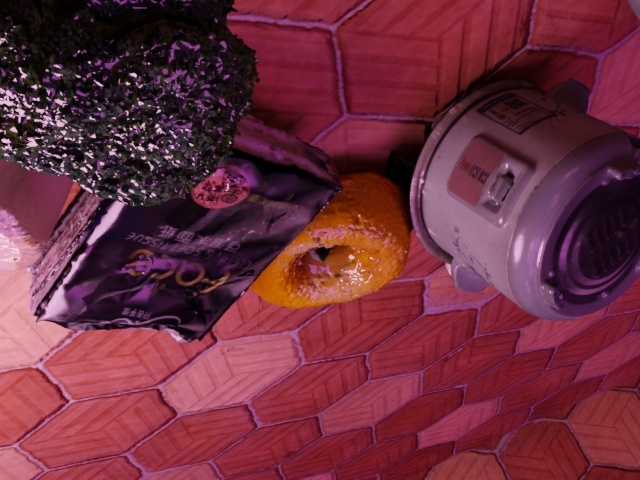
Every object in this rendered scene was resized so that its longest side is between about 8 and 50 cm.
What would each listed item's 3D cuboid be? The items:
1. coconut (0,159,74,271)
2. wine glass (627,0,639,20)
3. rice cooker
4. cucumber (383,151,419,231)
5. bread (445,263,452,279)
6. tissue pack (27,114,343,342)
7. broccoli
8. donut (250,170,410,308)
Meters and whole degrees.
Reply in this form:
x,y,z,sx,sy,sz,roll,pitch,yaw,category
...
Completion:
x,y,z,sx,sy,sz,roll,pitch,yaw,category
-0.299,-0.063,0.763,0.147,0.152,0.147,10,155,4,coconut
0.396,-0.264,0.918,0.093,0.202,0.093,-21,149,-14,wine glass
0.266,-0.057,1.065,0.264,0.316,0.316,13,133,-37,rice cooker
0.117,-0.050,1.205,0.071,0.046,0.220,-21,150,-23,cucumber
0.236,0.035,1.415,0.062,0.049,0.103,-53,149,-8,bread
-0.159,-0.008,0.963,0.245,0.123,0.332,19,129,-37,tissue pack
-0.165,-0.160,0.629,0.275,0.308,0.307,-54,165,-31,broccoli
0.003,0.000,1.134,0.254,0.118,0.253,-5,149,-3,donut
